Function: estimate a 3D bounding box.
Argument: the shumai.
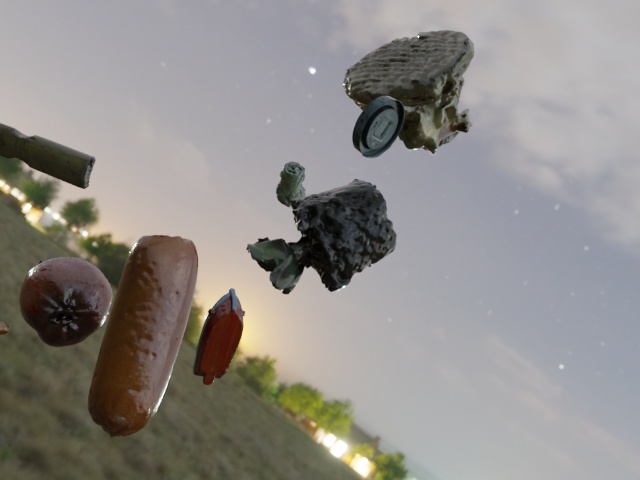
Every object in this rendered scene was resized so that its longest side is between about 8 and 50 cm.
[{"bbox_3d":[0.226,-0.326,1.987,0.314,0.267,0.262,-3,-48,24],"label":"shumai"}]

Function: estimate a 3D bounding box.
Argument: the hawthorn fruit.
[{"bbox_3d":[-0.473,0.106,1.574,0.169,0.169,0.188,39,7,-21],"label":"hawthorn fruit"}]

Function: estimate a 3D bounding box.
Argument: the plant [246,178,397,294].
[{"bbox_3d":[0.000,0.000,1.194,0.131,0.203,0.142,64,-14,-16],"label":"plant"}]

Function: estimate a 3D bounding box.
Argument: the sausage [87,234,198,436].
[{"bbox_3d":[-0.168,0.089,0.802,0.076,0.197,0.076,15,-10,3],"label":"sausage"}]

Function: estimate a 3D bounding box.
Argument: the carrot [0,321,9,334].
[{"bbox_3d":[-0.639,0.130,1.379,0.248,0.043,0.043,11,-1,-21],"label":"carrot"}]

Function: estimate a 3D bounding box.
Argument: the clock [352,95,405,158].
[{"bbox_3d":[0.074,-0.145,1.079,0.017,0.085,0.085,37,-8,31],"label":"clock"}]

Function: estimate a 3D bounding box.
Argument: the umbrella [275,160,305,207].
[{"bbox_3d":[-0.064,-0.120,1.845,0.067,0.062,0.143,-3,-32,-6],"label":"umbrella"}]

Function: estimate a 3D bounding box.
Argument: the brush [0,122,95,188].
[{"bbox_3d":[-0.379,-0.117,1.022,0.248,0.043,0.036,22,18,21],"label":"brush"}]

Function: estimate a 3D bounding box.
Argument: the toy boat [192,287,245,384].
[{"bbox_3d":[-0.178,0.167,1.481,0.069,0.172,0.059,13,17,-25],"label":"toy boat"}]
